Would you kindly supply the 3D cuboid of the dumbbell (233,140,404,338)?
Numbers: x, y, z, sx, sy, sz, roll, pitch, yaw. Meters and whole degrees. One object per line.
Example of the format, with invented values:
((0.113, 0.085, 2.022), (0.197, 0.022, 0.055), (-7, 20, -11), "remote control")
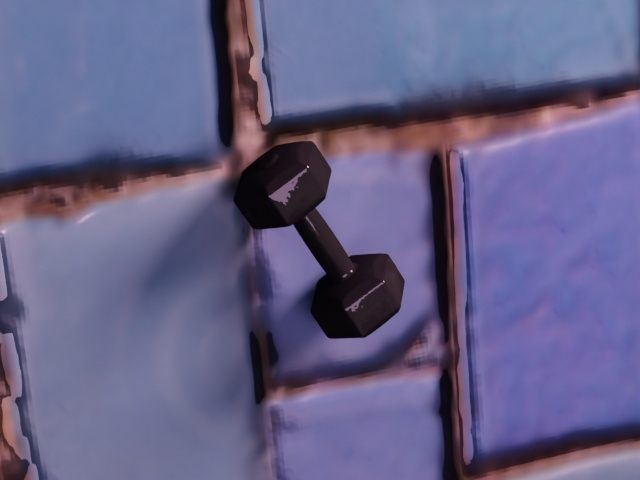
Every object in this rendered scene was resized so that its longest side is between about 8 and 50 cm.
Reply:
((0.000, 0.000, 0.797), (0.040, 0.036, 0.083), (-37, 115, -7), "dumbbell")
